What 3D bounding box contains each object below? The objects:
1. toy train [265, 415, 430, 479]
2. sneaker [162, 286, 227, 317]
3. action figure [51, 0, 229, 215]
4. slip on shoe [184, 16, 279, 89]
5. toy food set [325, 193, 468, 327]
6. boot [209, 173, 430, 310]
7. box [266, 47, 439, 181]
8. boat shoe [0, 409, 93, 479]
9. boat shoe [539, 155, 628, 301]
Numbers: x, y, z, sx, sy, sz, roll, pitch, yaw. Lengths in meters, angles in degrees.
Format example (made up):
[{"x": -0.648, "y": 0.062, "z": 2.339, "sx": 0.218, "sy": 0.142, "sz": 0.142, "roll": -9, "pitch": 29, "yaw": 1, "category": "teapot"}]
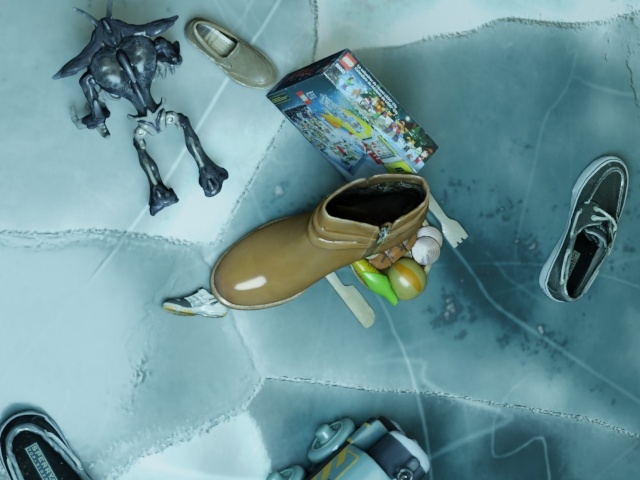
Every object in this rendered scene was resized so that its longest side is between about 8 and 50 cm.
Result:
[{"x": -0.005, "y": 0.353, "z": 1.525, "sx": 0.334, "sy": 0.190, "sz": 0.142, "roll": -41, "pitch": 103, "yaw": -12, "category": "toy train"}, {"x": -0.159, "y": 0.077, "z": 1.556, "sx": 0.083, "sy": 0.032, "sz": 0.037, "roll": 6, "pitch": 76, "yaw": -22, "category": "sneaker"}, {"x": -0.220, "y": -0.170, "z": 1.473, "sx": 0.164, "sy": 0.141, "sz": 0.275, "roll": -29, "pitch": 115, "yaw": -12, "category": "action figure"}, {"x": -0.110, "y": -0.236, "z": 1.551, "sx": 0.135, "sy": 0.041, "sz": 0.051, "roll": 37, "pitch": 81, "yaw": -15, "category": "slip on shoe"}, {"x": 0.100, "y": 0.014, "z": 1.625, "sx": 0.192, "sy": 0.038, "sz": 0.132, "roll": -42, "pitch": 103, "yaw": -12, "category": "toy food set"}, {"x": 0.000, "y": 0.000, "z": 1.486, "sx": 0.283, "sy": 0.220, "sz": 0.109, "roll": -15, "pitch": 83, "yaw": -7, "category": "boot"}, {"x": 0.033, "y": -0.146, "z": 1.498, "sx": 0.159, "sy": 0.233, "sz": 0.044, "roll": 46, "pitch": 76, "yaw": -13, "category": "box"}, {"x": -0.286, "y": 0.342, "z": 1.483, "sx": 0.113, "sy": 0.105, "sz": 0.306, "roll": -27, "pitch": 99, "yaw": -14, "category": "boat shoe"}, {"x": 0.377, "y": -0.014, "z": 1.692, "sx": 0.078, "sy": 0.070, "sz": 0.219, "roll": 25, "pitch": 85, "yaw": -16, "category": "boat shoe"}]
